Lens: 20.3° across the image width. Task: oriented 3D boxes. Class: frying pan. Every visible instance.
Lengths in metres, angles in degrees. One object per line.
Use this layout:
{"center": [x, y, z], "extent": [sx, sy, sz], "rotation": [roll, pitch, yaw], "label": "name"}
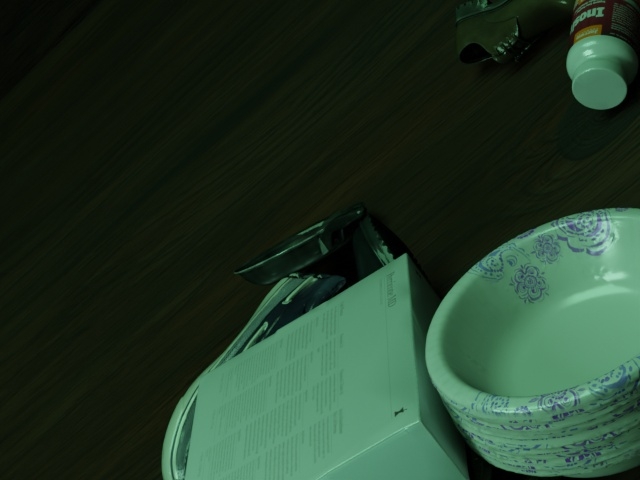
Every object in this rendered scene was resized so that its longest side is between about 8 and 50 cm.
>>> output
{"center": [0.017, -0.011, 2.323], "extent": [0.197, 0.053, 0.326], "rotation": [-32, 7, -42], "label": "frying pan"}

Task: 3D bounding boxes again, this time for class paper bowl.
{"center": [0.254, 0.110, 1.688], "extent": [0.284, 0.148, 0.284], "rotation": [-21, 33, 14], "label": "paper bowl"}

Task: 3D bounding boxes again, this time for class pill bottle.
{"center": [0.338, -0.231, 2.126], "extent": [0.086, 0.086, 0.152], "rotation": [-30, 33, 37], "label": "pill bottle"}

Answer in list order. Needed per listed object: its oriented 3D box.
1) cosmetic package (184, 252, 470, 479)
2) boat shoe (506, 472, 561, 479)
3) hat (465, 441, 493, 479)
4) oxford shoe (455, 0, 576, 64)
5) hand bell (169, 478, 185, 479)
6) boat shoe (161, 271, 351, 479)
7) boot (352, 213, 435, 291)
{"center": [0.002, 0.190, 1.836], "extent": [0.284, 0.097, 0.377], "rotation": [-34, 19, 15], "label": "cosmetic package"}
{"center": [0.224, 0.229, 1.764], "extent": [0.153, 0.048, 0.056], "rotation": [-55, 13, -24], "label": "boat shoe"}
{"center": [0.062, 0.321, 1.778], "extent": [0.331, 0.134, 0.331], "rotation": [-33, 21, 14], "label": "hat"}
{"center": [0.266, -0.277, 2.337], "extent": [0.227, 0.083, 0.096], "rotation": [-16, 60, 51], "label": "oxford shoe"}
{"center": [-0.184, 0.408, 2.051], "extent": [0.126, 0.126, 0.242], "rotation": [-15, 36, 51], "label": "hand bell"}
{"center": [-0.064, 0.176, 2.187], "extent": [0.340, 0.127, 0.158], "rotation": [-59, 19, -19], "label": "boat shoe"}
{"center": [0.041, 0.112, 2.086], "extent": [0.207, 0.094, 0.246], "rotation": [-39, 51, 13], "label": "boot"}
